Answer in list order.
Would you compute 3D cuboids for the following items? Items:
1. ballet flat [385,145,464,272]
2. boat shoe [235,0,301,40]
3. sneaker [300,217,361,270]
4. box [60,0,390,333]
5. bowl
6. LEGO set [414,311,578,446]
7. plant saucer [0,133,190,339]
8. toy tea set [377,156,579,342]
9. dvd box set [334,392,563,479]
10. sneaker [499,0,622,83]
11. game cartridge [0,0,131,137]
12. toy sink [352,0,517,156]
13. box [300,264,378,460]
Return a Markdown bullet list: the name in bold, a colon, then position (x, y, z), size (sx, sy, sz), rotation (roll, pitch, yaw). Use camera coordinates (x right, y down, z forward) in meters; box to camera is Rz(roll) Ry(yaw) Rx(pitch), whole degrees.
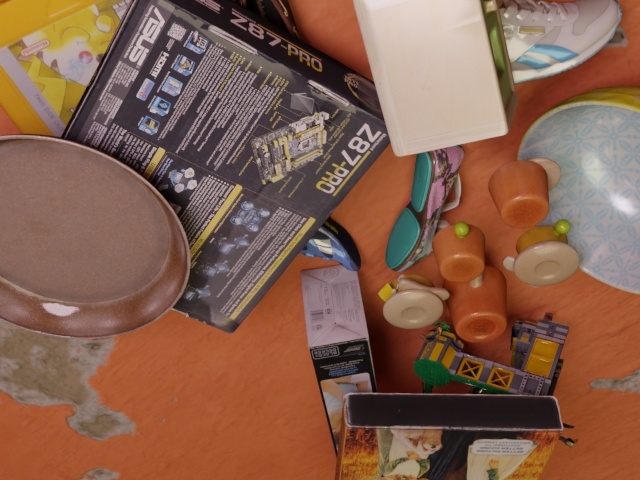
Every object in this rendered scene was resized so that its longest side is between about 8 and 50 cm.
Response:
- **ballet flat**: position (0.154, -0.042, 1.118), size (0.079, 0.077, 0.221), rotation (-2, 130, -20)
- **boat shoe**: position (-0.055, -0.224, 0.946), size (0.073, 0.073, 0.207), rotation (-17, 130, 7)
- **sneaker**: position (0.000, 0.000, 1.151), size (0.144, 0.053, 0.059), rotation (41, 116, -21)
- **box**: position (-0.146, -0.084, 0.955), size (0.318, 0.097, 0.395), rotation (26, 125, -20)
- **bowl**: position (0.416, -0.088, 1.017), size (0.156, 0.290, 0.289), rotation (-40, 136, -28)
- **LEGO set**: position (0.289, 0.240, 1.327), size (0.255, 0.192, 0.331), rotation (8, 133, 29)
- **plant saucer**: position (-0.305, -0.004, 0.930), size (0.311, 0.050, 0.310), rotation (0, 132, 0)
- **toy tea set**: position (0.232, 0.010, 1.109), size (0.200, 0.124, 0.336), rotation (21, 133, -21)
- **dvd box set**: position (0.173, 0.379, 1.248), size (0.308, 0.062, 0.420), rotation (2, 136, -2)
- **sneaker**: position (0.239, -0.246, 0.939), size (0.229, 0.087, 0.092), rotation (-18, 127, 8)
- **game cartridge**: position (-0.236, -0.178, 0.973), size (0.285, 0.052, 0.323), rotation (-21, 124, 11)
- **toy sink**: position (0.126, -0.229, 0.844), size (0.131, 0.153, 0.234), rotation (-10, 107, 21)
- **box**: position (0.040, 0.198, 1.244), size (0.087, 0.169, 0.289), rotation (-10, 129, 2)
